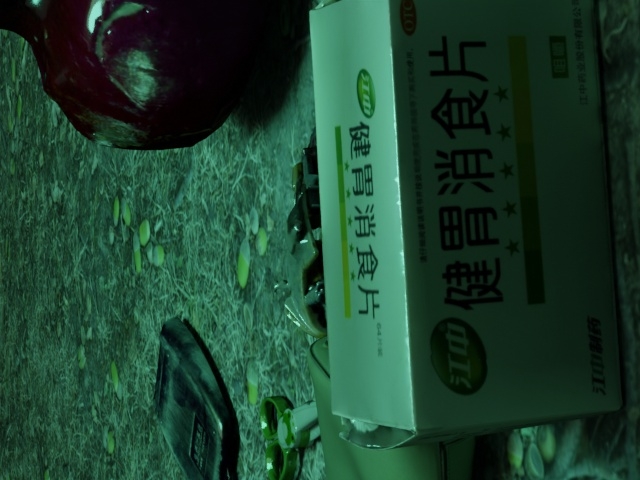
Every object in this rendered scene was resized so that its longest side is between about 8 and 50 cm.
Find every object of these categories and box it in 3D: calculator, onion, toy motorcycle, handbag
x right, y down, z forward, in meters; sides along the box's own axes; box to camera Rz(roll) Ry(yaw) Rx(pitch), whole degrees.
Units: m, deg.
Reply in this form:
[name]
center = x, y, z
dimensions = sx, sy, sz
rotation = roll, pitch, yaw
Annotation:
[calculator]
center = -0.163, 0.228, 1.927
dimensions = 0.268, 0.040, 0.177
rotation = 50, 140, 49
[onion]
center = -0.266, -0.300, 1.613
dimensions = 0.398, 0.420, 0.398
rotation = -172, 90, -69
[toy motorcycle]
center = 0.001, 0.000, 1.435
dimensions = 0.130, 0.094, 0.229
rotation = 112, 156, -52
[handbag]
center = 0.056, 0.251, 1.325
dimensions = 0.241, 0.109, 0.315
rotation = -135, 43, -59

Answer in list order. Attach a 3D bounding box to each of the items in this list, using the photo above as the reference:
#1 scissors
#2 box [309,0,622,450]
[scissors]
center = -0.024, 0.204, 1.599
dimensions = 0.204, 0.027, 0.101
rotation = 139, 123, -64
[box]
center = 0.102, -0.020, 1.081
dimensions = 0.145, 0.173, 0.333
rotation = 176, 91, -68
